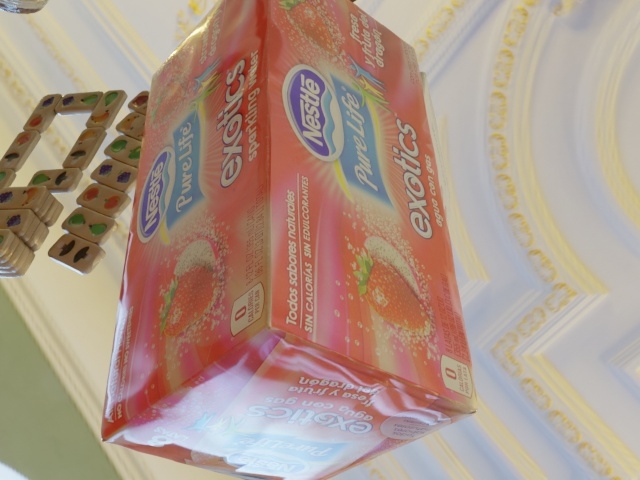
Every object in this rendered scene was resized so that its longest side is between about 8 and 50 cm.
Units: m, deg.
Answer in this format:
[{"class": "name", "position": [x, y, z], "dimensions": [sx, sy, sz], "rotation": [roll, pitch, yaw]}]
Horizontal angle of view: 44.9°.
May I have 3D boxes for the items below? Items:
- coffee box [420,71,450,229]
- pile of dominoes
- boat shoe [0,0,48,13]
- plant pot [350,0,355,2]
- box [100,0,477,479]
[{"class": "coffee box", "position": [0.000, 0.000, 1.123], "dimensions": [0.338, 0.337, 0.334], "rotation": [-1, -115, 16]}, {"class": "pile of dominoes", "position": [-0.261, -0.075, 0.764], "dimensions": [0.196, 0.040, 0.251], "rotation": [0, -128, 23]}, {"class": "boat shoe", "position": [-0.262, -0.293, 0.571], "dimensions": [0.095, 0.095, 0.257], "rotation": [-40, -105, 41]}, {"class": "plant pot", "position": [0.001, -0.412, 0.901], "dimensions": [0.216, 0.230, 0.215], "rotation": [8, -50, 10]}, {"class": "box", "position": [-0.024, -0.019, 0.489], "dimensions": [0.154, 0.142, 0.299], "rotation": [-36, -139, 36]}]
